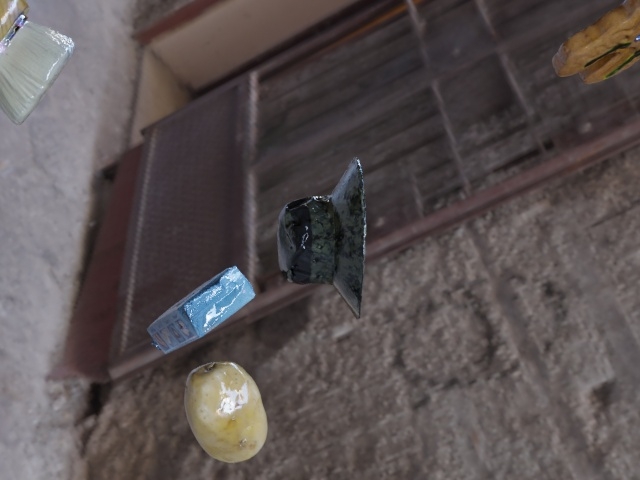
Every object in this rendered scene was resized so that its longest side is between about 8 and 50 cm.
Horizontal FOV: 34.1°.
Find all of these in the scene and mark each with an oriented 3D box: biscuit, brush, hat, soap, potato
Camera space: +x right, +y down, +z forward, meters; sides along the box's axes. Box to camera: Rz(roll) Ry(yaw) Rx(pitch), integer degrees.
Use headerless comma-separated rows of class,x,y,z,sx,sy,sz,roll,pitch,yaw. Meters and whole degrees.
biscuit,0.506,-0.338,1.551,0.202,0.334,0.047,2,57,-56
brush,-0.504,-0.317,1.714,0.166,0.174,0.266,33,17,-18
hat,0.000,0.000,1.575,0.265,0.128,0.265,177,-90,-85
soap,-0.234,0.138,2.012,0.077,0.156,0.293,54,-26,-3
potato,-0.147,0.271,1.641,0.109,0.118,0.178,16,-47,48
